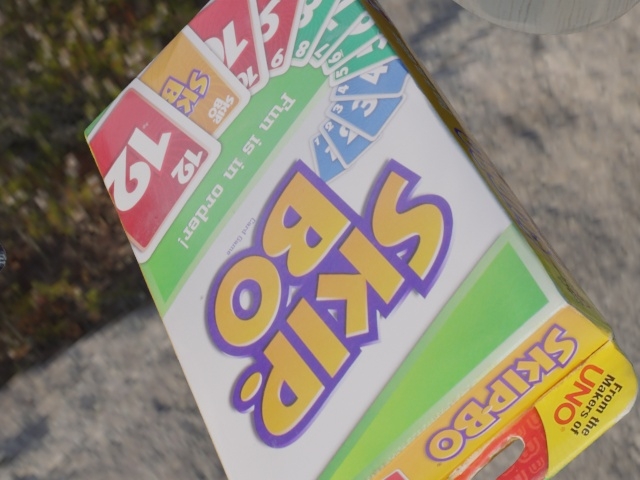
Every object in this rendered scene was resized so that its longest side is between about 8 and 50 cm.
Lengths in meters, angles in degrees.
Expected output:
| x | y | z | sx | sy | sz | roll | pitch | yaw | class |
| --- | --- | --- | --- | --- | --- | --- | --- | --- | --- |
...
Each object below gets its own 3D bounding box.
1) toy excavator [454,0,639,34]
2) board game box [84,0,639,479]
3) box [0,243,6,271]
| x | y | z | sx | sy | sz | roll | pitch | yaw | class |
| --- | --- | --- | --- | --- | --- | --- | --- | --- | --- |
| 0.183 | -0.358 | 0.814 | 0.433 | 0.222 | 0.445 | -21 | 68 | -5 | toy excavator |
| 0.000 | 0.000 | 0.579 | 0.124 | 0.039 | 0.259 | -44 | 44 | 14 | board game box |
| -0.344 | -0.039 | 0.707 | 0.182 | 0.294 | 0.296 | -50 | 63 | 18 | box |
